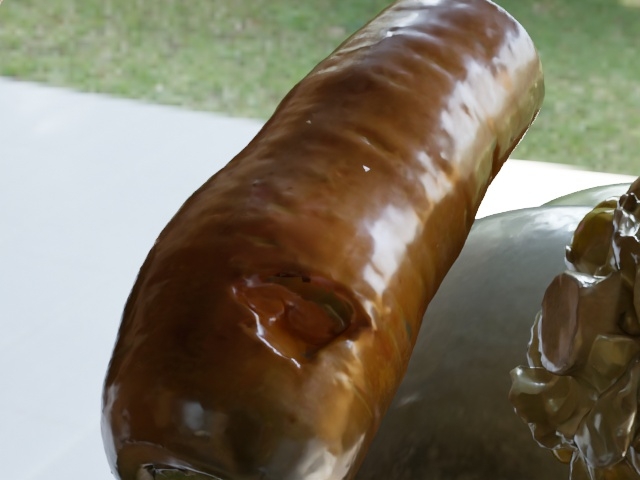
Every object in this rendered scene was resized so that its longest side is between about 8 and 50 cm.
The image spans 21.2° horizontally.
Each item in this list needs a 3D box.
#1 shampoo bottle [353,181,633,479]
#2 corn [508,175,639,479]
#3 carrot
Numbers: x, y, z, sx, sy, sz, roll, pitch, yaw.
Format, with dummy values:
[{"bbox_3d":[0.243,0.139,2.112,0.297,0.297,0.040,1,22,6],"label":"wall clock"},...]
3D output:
[{"bbox_3d":[0.129,0.146,0.819,0.322,0.322,0.317,14,37,29],"label":"shampoo bottle"},{"bbox_3d":[0.240,0.060,0.596,0.387,0.144,0.144,10,15,-27],"label":"corn"},{"bbox_3d":[0.000,0.000,0.515,0.087,0.087,0.193,11,51,22],"label":"carrot"}]
